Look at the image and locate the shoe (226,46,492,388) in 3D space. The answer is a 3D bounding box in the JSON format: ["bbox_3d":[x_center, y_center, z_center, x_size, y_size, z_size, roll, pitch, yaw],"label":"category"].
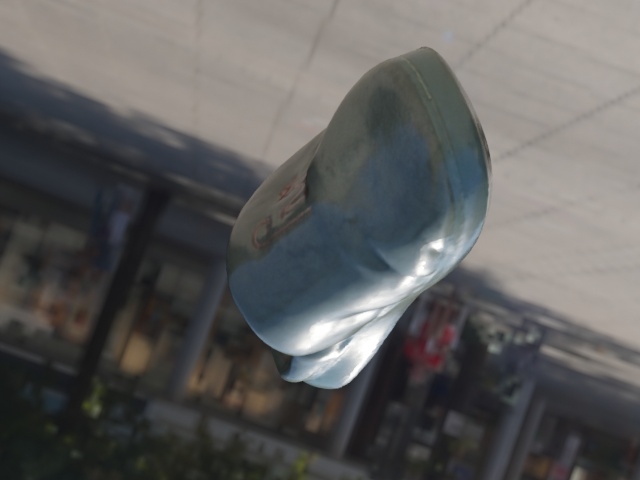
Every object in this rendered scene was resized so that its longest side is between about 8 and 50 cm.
[{"bbox_3d":[0.000,0.000,0.848,0.100,0.103,0.251,-8,153,-21],"label":"shoe"}]
